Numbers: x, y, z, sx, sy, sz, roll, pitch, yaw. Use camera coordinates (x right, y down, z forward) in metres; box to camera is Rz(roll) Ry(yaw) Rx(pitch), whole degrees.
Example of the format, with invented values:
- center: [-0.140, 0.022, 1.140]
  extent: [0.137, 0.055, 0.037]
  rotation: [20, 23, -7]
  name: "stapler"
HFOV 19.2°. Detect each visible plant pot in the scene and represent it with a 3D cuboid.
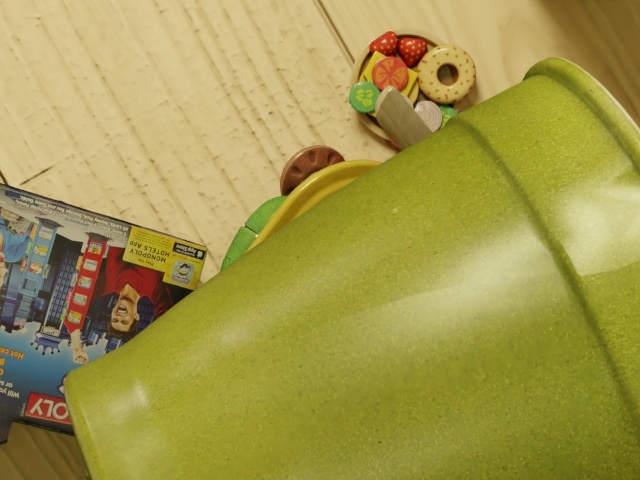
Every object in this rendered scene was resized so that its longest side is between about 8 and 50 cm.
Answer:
- center: [0.047, 0.124, 1.141]
  extent: [0.353, 0.366, 0.366]
  rotation: [-22, 93, -7]
  name: "plant pot"

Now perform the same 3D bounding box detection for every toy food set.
- center: [0.000, 0.000, 1.290]
  extent: [0.128, 0.071, 0.218]
  rotation: [37, 91, -38]
  name: "toy food set"
- center: [0.061, -0.106, 1.315]
  extent: [0.083, 0.020, 0.083]
  rotation: [27, 87, -7]
  name: "toy food set"

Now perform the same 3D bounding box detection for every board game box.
- center: [-0.197, 0.067, 1.253]
  extent: [0.194, 0.060, 0.194]
  rotation: [18, 91, -20]
  name: "board game box"
